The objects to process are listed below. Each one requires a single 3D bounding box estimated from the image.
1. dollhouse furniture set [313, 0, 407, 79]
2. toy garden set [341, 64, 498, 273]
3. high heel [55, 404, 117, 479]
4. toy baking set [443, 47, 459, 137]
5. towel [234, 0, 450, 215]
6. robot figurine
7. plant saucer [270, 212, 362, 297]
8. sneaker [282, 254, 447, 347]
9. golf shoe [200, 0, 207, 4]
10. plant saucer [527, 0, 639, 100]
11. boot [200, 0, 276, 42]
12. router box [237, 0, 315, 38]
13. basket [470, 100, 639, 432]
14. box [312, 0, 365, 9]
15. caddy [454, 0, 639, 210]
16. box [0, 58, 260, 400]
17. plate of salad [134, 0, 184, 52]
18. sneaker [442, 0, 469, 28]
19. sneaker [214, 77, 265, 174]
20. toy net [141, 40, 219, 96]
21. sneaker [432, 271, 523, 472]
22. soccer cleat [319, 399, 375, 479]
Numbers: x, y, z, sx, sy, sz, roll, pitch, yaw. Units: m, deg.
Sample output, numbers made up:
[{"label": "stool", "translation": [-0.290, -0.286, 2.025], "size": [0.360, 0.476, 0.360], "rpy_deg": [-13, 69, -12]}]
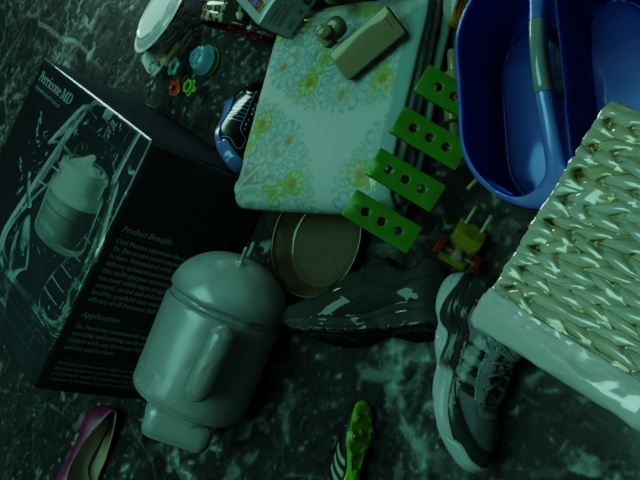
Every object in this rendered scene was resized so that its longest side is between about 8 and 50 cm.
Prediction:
[{"label": "dollhouse furniture set", "translation": [0.068, -0.357, 1.294], "size": [0.144, 0.123, 0.151], "rpy_deg": [-37, 87, 20]}, {"label": "toy garden set", "translation": [0.178, -0.090, 1.160], "size": [0.204, 0.049, 0.244], "rpy_deg": [31, 91, 3]}, {"label": "high heel", "translation": [-0.454, 0.447, 1.610], "size": [0.117, 0.082, 0.244], "rpy_deg": [-19, 52, 48]}, {"label": "toy baking set", "translation": [0.262, -0.211, 1.191], "size": [0.197, 0.030, 0.256], "rpy_deg": [-6, 74, 41]}, {"label": "towel", "translation": [0.034, -0.220, 1.338], "size": [0.321, 0.090, 0.374], "rpy_deg": [3, 73, 40]}, {"label": "robot figurine", "translation": [-0.182, 0.168, 1.362], "size": [0.300, 0.200, 0.353], "rpy_deg": [-143, 75, -76]}, {"label": "plant saucer", "translation": [0.000, 0.000, 1.362], "size": [0.199, 0.036, 0.198], "rpy_deg": [-14, 69, 40]}, {"label": "sneaker", "translation": [0.071, 0.091, 1.240], "size": [0.286, 0.109, 0.130], "rpy_deg": [-8, 66, 31]}, {"label": "golf shoe", "translation": [-0.258, -0.645, 1.717], "size": [0.115, 0.140, 0.306], "rpy_deg": [-16, 69, 37]}, {"label": "plant saucer", "translation": [0.369, -0.240, 1.080], "size": [0.241, 0.037, 0.240], "rpy_deg": [-10, 72, 33]}, {"label": "boot", "translation": [-0.069, -0.513, 1.509], "size": [0.377, 0.138, 0.284], "rpy_deg": [20, 95, 38]}, {"label": "router box", "translation": [-0.058, -0.567, 1.372], "size": [0.335, 0.082, 0.301], "rpy_deg": [-50, 58, 23]}, {"label": "basket", "translation": [0.392, 0.074, 0.796], "size": [0.331, 0.328, 0.266], "rpy_deg": [31, 95, 43]}, {"label": "box", "translation": [0.060, -0.454, 1.392], "size": [0.178, 0.109, 0.042], "rpy_deg": [-31, 63, 32]}, {"label": "caddy", "translation": [0.291, -0.194, 0.988], "size": [0.241, 0.179, 0.341], "rpy_deg": [-11, 72, 33]}, {"label": "box", "translation": [-0.420, -0.024, 1.577], "size": [0.480, 0.297, 0.471], "rpy_deg": [35, 100, 42]}, {"label": "plate of salad", "translation": [-0.334, -0.483, 1.751], "size": [0.200, 0.048, 0.199], "rpy_deg": [-33, 42, 36]}, {"label": "sneaker", "translation": [0.226, -0.441, 1.261], "size": [0.121, 0.099, 0.262], "rpy_deg": [4, 72, 50]}, {"label": "sneaker", "translation": [-0.129, -0.214, 1.474], "size": [0.090, 0.081, 0.232], "rpy_deg": [-34, 35, 25]}, {"label": "toy net", "translation": [-0.309, -0.364, 1.746], "size": [0.232, 0.045, 0.122], "rpy_deg": [16, 90, 45]}, {"label": "sneaker", "translation": [0.231, 0.160, 1.059], "size": [0.153, 0.101, 0.268], "rpy_deg": [-16, 65, 41]}, {"label": "soccer cleat", "translation": [0.035, 0.325, 1.220], "size": [0.072, 0.060, 0.178], "rpy_deg": [4, 83, 44]}]
